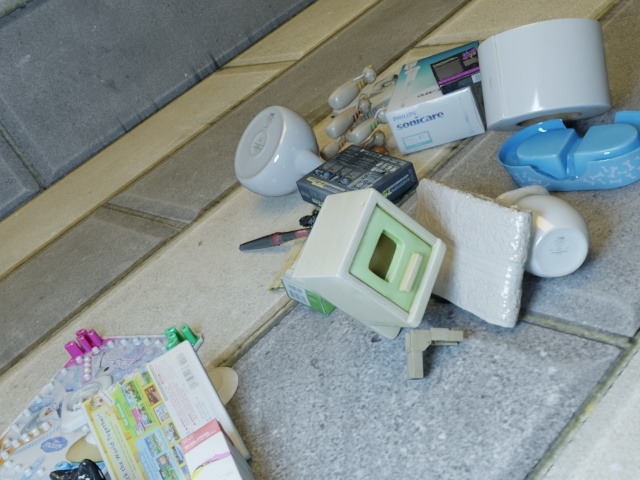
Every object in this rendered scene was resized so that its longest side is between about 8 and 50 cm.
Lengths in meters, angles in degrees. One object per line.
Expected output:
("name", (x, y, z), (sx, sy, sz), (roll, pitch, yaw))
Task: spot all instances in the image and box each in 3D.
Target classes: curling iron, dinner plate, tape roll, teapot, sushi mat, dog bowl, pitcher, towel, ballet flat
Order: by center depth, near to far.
("pitcher", (0.331, -0.017, 1.193), (0.177, 0.126, 0.207), (-9, 22, -1))
("towel", (0.235, 0.009, 1.195), (0.049, 0.187, 0.282), (-3, 16, -26))
("ballet flat", (-0.323, 0.327, 1.225), (0.232, 0.073, 0.080), (-7, 17, 7))
("dinner plate", (-0.215, 0.279, 1.330), (0.141, 0.017, 0.141), (-22, 26, 11))
("dog bowl", (0.484, -0.161, 1.365), (0.297, 0.074, 0.166), (0, 38, 44))
("tape roll", (0.448, -0.325, 1.463), (0.246, 0.169, 0.246), (-7, -1, 0))
("sushi mat", (0.000, 0.000, 1.602), (0.151, 0.019, 0.317), (-10, 33, 29))
("curling iron", (-0.091, -0.011, 1.667), (0.274, 0.035, 0.068), (-21, 23, 40))
("teapot", (-0.092, -0.214, 1.889), (0.252, 0.187, 0.256), (-37, 45, 33))

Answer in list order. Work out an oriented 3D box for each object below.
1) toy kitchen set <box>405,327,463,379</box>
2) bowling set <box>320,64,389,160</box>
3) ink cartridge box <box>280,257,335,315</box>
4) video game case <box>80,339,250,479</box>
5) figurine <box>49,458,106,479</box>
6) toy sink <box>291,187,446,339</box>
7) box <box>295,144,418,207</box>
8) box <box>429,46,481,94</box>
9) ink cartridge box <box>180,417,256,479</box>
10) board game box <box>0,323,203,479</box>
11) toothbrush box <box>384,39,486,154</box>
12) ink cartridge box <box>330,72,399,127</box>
("toy kitchen set", (0.172, 0.179, 1.131), (0.083, 0.075, 0.068), (2, -16, -9))
("bowling set", (0.122, -0.273, 1.839), (0.154, 0.200, 0.287), (-41, -14, -24))
("ink cartridge box", (0.032, 0.043, 1.426), (0.109, 0.062, 0.209), (21, 53, 39))
("video game case", (-0.252, 0.305, 1.168), (0.206, 0.026, 0.227), (-31, 64, -6))
("figurine", (-0.353, 0.405, 1.028), (0.214, 0.210, 0.092), (-22, 28, 14))
("toy sink", (0.100, 0.046, 1.145), (0.131, 0.234, 0.153), (-5, 55, 53))
("box", (0.080, -0.134, 1.668), (0.183, 0.059, 0.232), (-35, 33, -22))
("box", (0.325, -0.399, 1.704), (0.116, 0.029, 0.162), (-19, 31, 11))
("ink cartridge box", (-0.124, 0.353, 1.007), (0.067, 0.115, 0.198), (-32, 27, -8))
("board game box", (-0.480, 0.319, 1.473), (0.389, 0.050, 0.390), (-7, 34, 36))
("toothbrush box", (0.302, -0.361, 1.821), (0.216, 0.126, 0.296), (-14, 30, 24))
("ink cartridge box", (0.151, -0.417, 2.147), (0.223, 0.045, 0.224), (-34, 27, -10))
